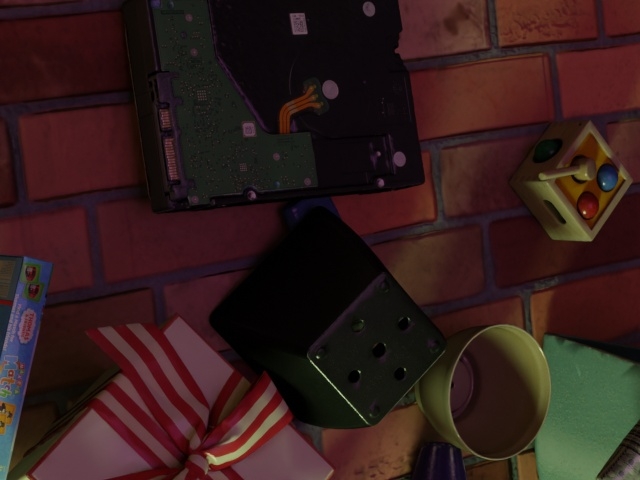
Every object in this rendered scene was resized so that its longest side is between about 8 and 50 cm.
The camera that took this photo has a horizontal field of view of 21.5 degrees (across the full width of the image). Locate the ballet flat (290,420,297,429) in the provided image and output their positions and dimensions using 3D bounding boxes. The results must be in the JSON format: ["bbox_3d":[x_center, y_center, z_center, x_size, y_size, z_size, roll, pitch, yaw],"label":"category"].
[{"bbox_3d":[-0.063,0.364,1.870,0.123,0.123,0.348,10,85,-36],"label":"ballet flat"}]

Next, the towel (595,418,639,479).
[{"bbox_3d":[0.489,0.263,2.014,0.312,0.056,0.324,-48,123,-15],"label":"towel"}]

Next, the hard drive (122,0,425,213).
[{"bbox_3d":[-0.047,-0.159,1.865,0.339,0.064,0.236,-8,87,-36],"label":"hard drive"}]

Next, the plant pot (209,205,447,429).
[{"bbox_3d":[0.025,0.101,1.858,0.188,0.167,0.187,-45,116,-10],"label":"plant pot"}]

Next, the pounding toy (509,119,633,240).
[{"bbox_3d":[0.313,-0.079,2.122,0.141,0.100,0.130,49,64,-26],"label":"pounding toy"}]

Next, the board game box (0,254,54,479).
[{"bbox_3d":[-0.329,0.118,1.629,0.039,0.160,0.211,17,82,-34],"label":"board game box"}]

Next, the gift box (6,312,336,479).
[{"bbox_3d":[-0.180,0.236,1.643,0.276,0.258,0.255,41,60,-9],"label":"gift box"}]

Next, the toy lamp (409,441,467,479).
[{"bbox_3d":[0.134,0.377,2.001,0.080,0.080,0.274,20,68,-35],"label":"toy lamp"}]

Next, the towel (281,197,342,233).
[{"bbox_3d":[0.000,0.000,1.943,0.067,0.029,0.119,-35,111,-30],"label":"towel"}]

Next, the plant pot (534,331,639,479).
[{"bbox_3d":[0.421,0.275,2.134,0.248,0.247,0.252,10,94,-36],"label":"plant pot"}]

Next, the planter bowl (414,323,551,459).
[{"bbox_3d":[0.182,0.178,2.030,0.162,0.109,0.162,-1,92,-36],"label":"planter bowl"}]
